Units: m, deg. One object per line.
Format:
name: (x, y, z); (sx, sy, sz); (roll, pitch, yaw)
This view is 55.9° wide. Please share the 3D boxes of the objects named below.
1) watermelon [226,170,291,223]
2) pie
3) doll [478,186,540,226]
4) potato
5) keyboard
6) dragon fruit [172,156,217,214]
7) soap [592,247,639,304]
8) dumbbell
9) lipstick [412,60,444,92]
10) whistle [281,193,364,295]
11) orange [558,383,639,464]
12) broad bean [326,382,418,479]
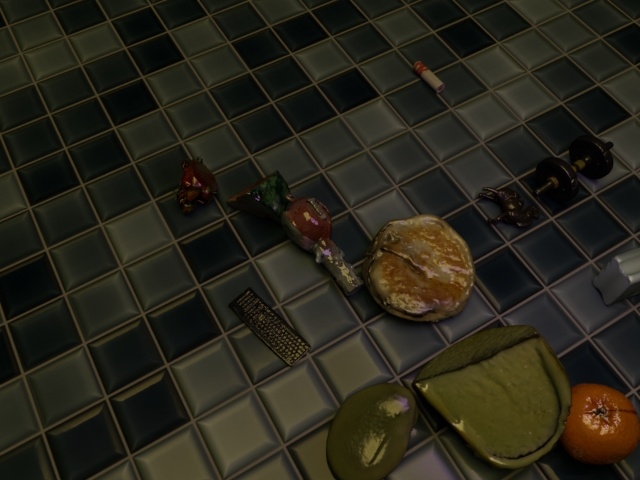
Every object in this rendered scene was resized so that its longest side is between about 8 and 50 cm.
watermelon: (-0.179, -0.154, 1.787); (0.202, 0.136, 0.208); (7, 45, -2)
pie: (0.272, 0.075, 1.673); (0.338, 0.077, 0.339); (0, 56, 0)
doll: (0.565, -0.098, 1.781); (0.165, 0.057, 0.139); (-3, 58, -11)
potato: (0.440, 0.368, 1.443); (0.330, 0.212, 0.280); (-30, 86, 22)
keyboard: (-0.140, 0.231, 1.618); (0.087, 0.017, 0.250); (-40, 68, -22)
dragon fruit: (-0.377, -0.165, 1.792); (0.138, 0.142, 0.175); (38, 86, -17)
soap: (0.891, 0.070, 1.618); (0.265, 0.160, 0.088); (-18, 62, -10)
dumbbell: (0.755, -0.214, 1.794); (0.325, 0.143, 0.143); (-31, 64, -16)
lipstick: (0.369, -0.559, 2.057); (0.038, 0.038, 0.131); (-30, 64, -16)
whistle: (0.000, -0.001, 1.693); (0.133, 0.142, 0.346); (-39, 73, 8)
orange: (0.646, 0.427, 1.414); (0.193, 0.161, 0.194); (1, 64, -1)
broad bean: (0.121, 0.451, 1.430); (0.189, 0.121, 0.263); (32, 67, 22)
